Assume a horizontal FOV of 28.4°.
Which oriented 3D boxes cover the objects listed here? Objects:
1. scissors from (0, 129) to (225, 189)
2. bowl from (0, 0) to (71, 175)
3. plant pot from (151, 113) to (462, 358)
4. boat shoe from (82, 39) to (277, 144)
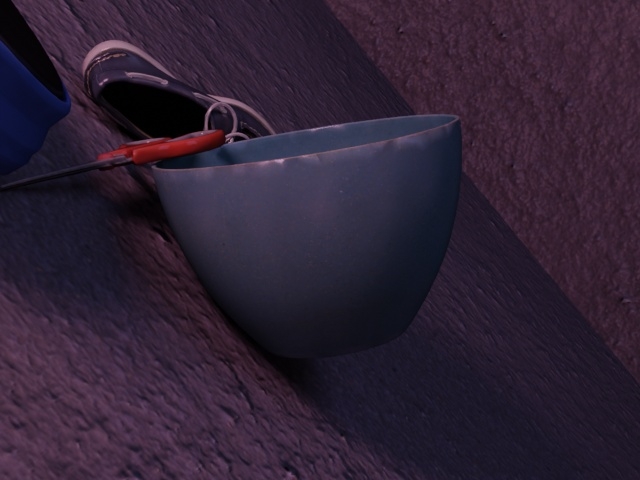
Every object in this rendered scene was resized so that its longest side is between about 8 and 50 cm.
[{"bbox_3d":[-0.176,-0.076,1.151,0.297,0.109,0.021,-32,117,-72],"label":"scissors"},{"bbox_3d":[-0.324,-0.225,0.937,0.391,0.077,0.391,53,0,1],"label":"bowl"},{"bbox_3d":[0.000,0.000,1.199,0.290,0.290,0.195,-39,122,-72],"label":"plant pot"},{"bbox_3d":[-0.136,-0.121,1.336,0.254,0.095,0.079,35,21,-34],"label":"boat shoe"}]
